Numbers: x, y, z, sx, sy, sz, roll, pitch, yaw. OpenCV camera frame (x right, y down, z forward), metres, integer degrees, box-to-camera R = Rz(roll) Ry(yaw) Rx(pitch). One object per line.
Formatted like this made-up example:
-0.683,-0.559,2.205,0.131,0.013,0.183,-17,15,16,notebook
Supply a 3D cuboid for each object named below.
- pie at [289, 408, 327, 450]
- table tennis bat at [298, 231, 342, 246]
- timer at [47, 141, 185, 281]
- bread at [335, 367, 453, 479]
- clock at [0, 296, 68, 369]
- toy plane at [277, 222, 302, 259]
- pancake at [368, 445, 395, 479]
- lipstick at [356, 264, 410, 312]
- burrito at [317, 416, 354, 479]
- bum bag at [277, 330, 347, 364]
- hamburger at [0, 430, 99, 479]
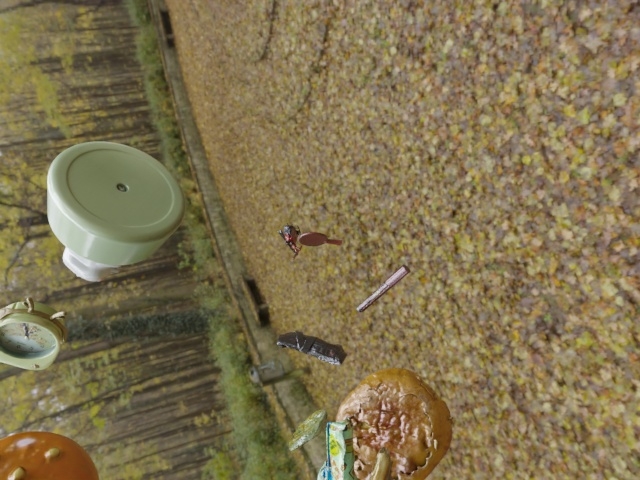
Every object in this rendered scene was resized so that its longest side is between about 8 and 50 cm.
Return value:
-0.042,0.683,1.855,0.041,0.187,0.187,48,162,0,pie
0.000,0.000,1.773,0.098,0.155,0.019,125,147,-56,table tennis bat
-0.508,-0.024,1.217,0.315,0.291,0.290,-51,49,38,timer
0.235,0.605,1.657,0.337,0.358,0.204,46,175,24,bread
-0.950,0.294,1.687,0.308,0.235,0.096,-44,32,25,clock
-0.085,-0.002,1.533,0.060,0.037,0.145,-63,-28,-30,toy plane
0.180,0.687,1.388,0.057,0.245,0.265,11,82,32,pancake
0.156,0.125,1.294,0.176,0.027,0.027,-46,48,26,lipstick
0.038,0.582,1.295,0.104,0.054,0.287,0,92,37,burrito
-0.013,0.186,0.905,0.058,0.125,0.034,-66,-6,-72,bum bag
-0.793,0.714,1.391,0.277,0.396,0.395,-61,38,31,hamburger
